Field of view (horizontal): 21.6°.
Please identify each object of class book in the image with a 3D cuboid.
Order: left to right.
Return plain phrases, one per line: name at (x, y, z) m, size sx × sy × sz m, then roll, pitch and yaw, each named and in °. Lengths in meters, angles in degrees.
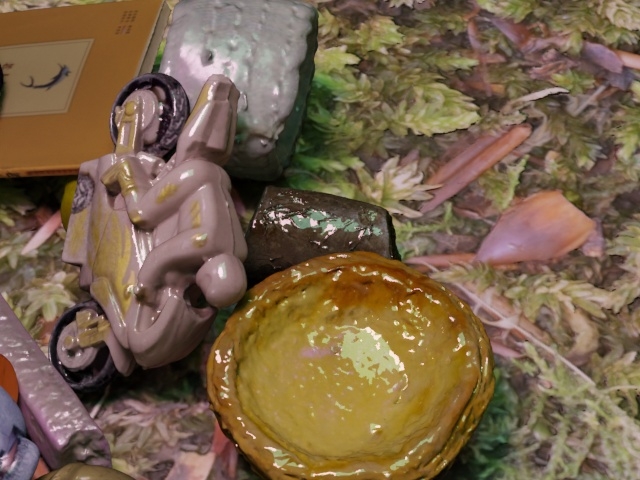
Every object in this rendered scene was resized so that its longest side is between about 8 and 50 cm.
book at (-0.379, -0.169, 1.907) m, size 0.389 × 0.032 × 0.269 m, roll -1°, pitch 49°, yaw 18°

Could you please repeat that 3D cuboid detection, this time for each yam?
yam at (0.000, 0.000, 1.783) m, size 0.183 × 0.107 × 0.107 m, roll 9°, pitch 50°, yaw 4°

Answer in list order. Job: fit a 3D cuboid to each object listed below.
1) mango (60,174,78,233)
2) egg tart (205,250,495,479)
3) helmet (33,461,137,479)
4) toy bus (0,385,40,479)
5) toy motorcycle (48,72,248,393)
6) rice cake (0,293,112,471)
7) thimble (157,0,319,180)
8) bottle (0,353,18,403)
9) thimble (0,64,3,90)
mango at (-0.211, -0.025, 1.806) m, size 0.117 × 0.089 × 0.163 m, roll -34°, pitch 58°, yaw -21°
egg tart at (0.029, 0.145, 1.647) m, size 0.294 × 0.123 × 0.294 m, roll 2°, pitch 53°, yaw -3°
helmet at (-0.230, 0.292, 1.507) m, size 0.204 × 0.137 × 0.257 m, roll 16°, pitch 52°, yaw 13°
toy bus at (-0.409, 0.240, 1.504) m, size 0.197 × 0.232 × 0.294 m, roll 34°, pitch 53°, yaw -21°
toy motorcycle at (-0.159, -0.004, 1.680) m, size 0.223 × 0.108 × 0.340 m, roll 7°, pitch 81°, yaw 35°
rice cake at (-0.323, 0.108, 1.710) m, size 0.056 × 0.072 × 0.365 m, roll -26°, pitch 57°, yaw -23°
thimble at (-0.101, -0.175, 1.851) m, size 0.172 × 0.205 × 0.250 m, roll 13°, pitch 26°, yaw 4°
bottle at (-0.389, 0.152, 1.644) m, size 0.187 × 0.069 × 0.069 m, roll -8°, pitch 46°, yaw 24°
thimble at (-0.474, -0.182, 1.827) m, size 0.237 × 0.150 × 0.237 m, roll -12°, pitch 48°, yaw 13°
